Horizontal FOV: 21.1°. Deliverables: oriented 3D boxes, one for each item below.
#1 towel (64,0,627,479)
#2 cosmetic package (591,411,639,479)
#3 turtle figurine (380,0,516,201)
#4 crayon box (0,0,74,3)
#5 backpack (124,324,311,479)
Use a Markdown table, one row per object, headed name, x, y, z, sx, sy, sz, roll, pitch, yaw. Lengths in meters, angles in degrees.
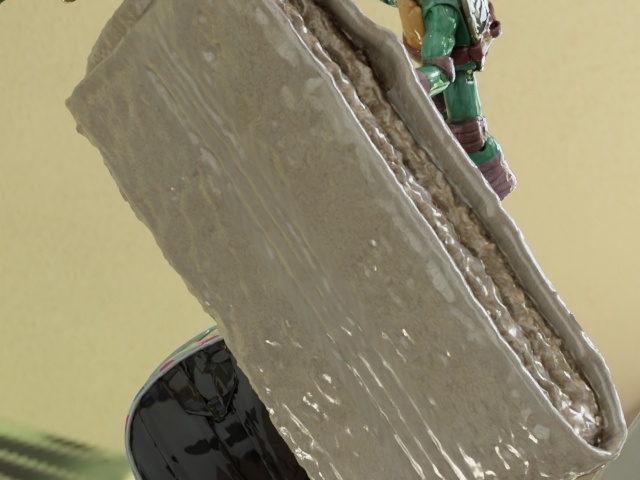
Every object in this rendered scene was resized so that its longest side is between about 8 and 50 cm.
| name | x | y | z | sx | sy | sz | roll | pitch | yaw |
| --- | --- | --- | --- | --- | --- | --- | --- | --- | --- |
| towel | 0.000 | 0.000 | 0.746 | 0.049 | 0.282 | 0.187 | -29 | -7 | -34 |
| cosmetic package | 0.229 | 0.185 | 1.000 | 0.153 | 0.129 | 0.296 | -2 | -50 | -48 |
| turtle figurine | 0.067 | -0.135 | 1.177 | 0.118 | 0.175 | 0.234 | -16 | -53 | 11 |
| crayon box | -0.083 | -0.249 | 0.729 | 0.323 | 0.083 | 0.203 | -36 | -65 | 1 |
| backpack | -0.047 | 0.192 | 1.543 | 0.225 | 0.191 | 0.253 | -32 | -82 | 8 |
